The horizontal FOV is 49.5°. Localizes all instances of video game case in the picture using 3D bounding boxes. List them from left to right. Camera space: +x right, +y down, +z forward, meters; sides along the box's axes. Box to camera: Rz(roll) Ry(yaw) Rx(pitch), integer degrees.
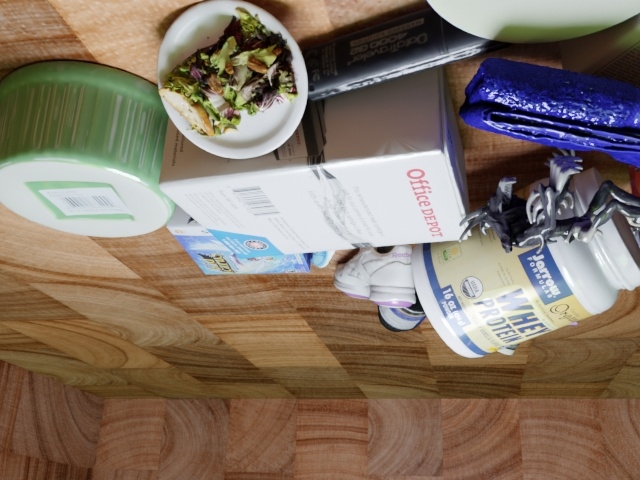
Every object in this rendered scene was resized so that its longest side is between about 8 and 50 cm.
[{"bbox_3d":[-0.158,0.000,1.440,0.244,0.061,0.269,0,157,9],"label":"video game case"}]

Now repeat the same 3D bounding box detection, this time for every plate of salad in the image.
[{"bbox_3d":[-0.115,-0.195,0.860,0.200,0.048,0.200,6,114,12],"label":"plate of salad"}]

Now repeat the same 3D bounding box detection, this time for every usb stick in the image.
[{"bbox_3d":[0.097,-0.234,0.843,0.278,0.077,0.045,-10,165,27],"label":"usb stick"}]

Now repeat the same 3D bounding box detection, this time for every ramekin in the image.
[{"bbox_3d":[-0.351,-0.121,1.060,0.303,0.148,0.303,2,157,1],"label":"ramekin"}]

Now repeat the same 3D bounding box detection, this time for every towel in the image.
[{"bbox_3d":[0.318,-0.127,0.795,0.308,0.076,0.227,14,-176,5],"label":"towel"}]

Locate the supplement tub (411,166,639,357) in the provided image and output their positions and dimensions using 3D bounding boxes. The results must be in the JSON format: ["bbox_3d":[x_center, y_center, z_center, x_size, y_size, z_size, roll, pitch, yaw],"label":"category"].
[{"bbox_3d":[0.333,0.037,1.121,0.316,0.228,0.228,-28,145,27],"label":"supplement tub"}]

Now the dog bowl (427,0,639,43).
[{"bbox_3d":[0.214,-0.304,0.632,0.265,0.104,0.265,2,157,1],"label":"dog bowl"}]

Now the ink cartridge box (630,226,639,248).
[{"bbox_3d":[0.408,0.009,1.399,0.330,0.071,0.324,21,151,-30],"label":"ink cartridge box"}]

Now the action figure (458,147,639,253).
[{"bbox_3d":[0.324,-0.055,0.920,0.275,0.141,0.164,0,-161,11],"label":"action figure"}]

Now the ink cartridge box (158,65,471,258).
[{"bbox_3d":[0.009,-0.107,1.034,0.395,0.166,0.285,-5,156,17],"label":"ink cartridge box"}]

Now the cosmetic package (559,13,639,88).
[{"bbox_3d":[0.408,-0.262,0.702,0.160,0.113,0.309,12,154,-23],"label":"cosmetic package"}]

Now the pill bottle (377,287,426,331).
[{"bbox_3d":[0.206,0.148,1.674,0.122,0.123,0.219,5,158,-6],"label":"pill bottle"}]

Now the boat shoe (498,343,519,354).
[{"bbox_3d":[0.432,0.219,1.895,0.319,0.116,0.099,24,106,-28],"label":"boat shoe"}]

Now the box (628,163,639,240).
[{"bbox_3d":[0.633,-0.018,1.207,0.142,0.154,0.300,-11,153,25],"label":"box"}]

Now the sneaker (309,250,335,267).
[{"bbox_3d":[0.000,0.000,1.448,0.073,0.063,0.162,21,149,-4],"label":"sneaker"}]

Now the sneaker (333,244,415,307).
[{"bbox_3d":[0.123,0.057,1.496,0.114,0.152,0.305,4,-179,-24],"label":"sneaker"}]

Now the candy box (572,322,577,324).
[{"bbox_3d":[0.447,0.133,1.500,0.196,0.070,0.165,-6,154,20],"label":"candy box"}]
